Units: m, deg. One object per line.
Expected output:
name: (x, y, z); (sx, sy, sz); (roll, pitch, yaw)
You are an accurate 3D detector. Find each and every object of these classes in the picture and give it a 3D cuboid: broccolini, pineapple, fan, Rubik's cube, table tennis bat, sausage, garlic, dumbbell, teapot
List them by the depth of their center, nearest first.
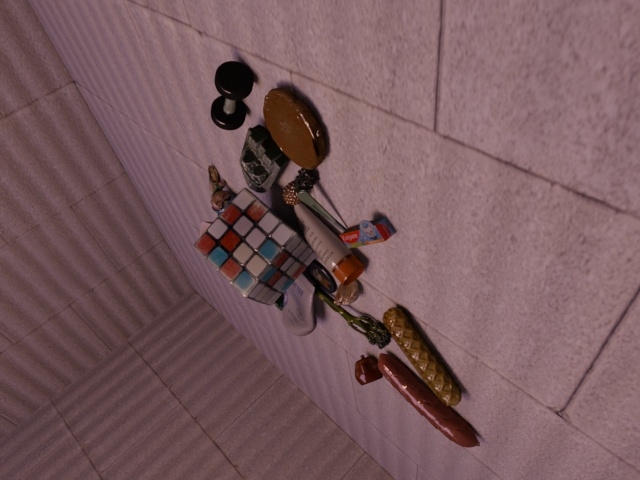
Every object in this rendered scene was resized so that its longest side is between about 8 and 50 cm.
dumbbell: (-0.238, -0.382, 1.278); (0.100, 0.100, 0.191); (49, 156, 2)
fan: (0.013, -0.075, 1.331); (0.193, 0.016, 0.038); (39, 142, -17)
pineapple: (-0.054, -0.155, 1.341); (0.074, 0.074, 0.159); (49, 149, 1)
Rubik's cube: (-0.201, 0.029, 1.548); (0.256, 0.253, 0.259); (41, 179, 21)
garlic: (0.088, 0.170, 1.557); (0.074, 0.094, 0.113); (13, 156, -16)
sausage: (0.357, 0.548, 1.636); (0.433, 0.088, 0.088); (41, 155, 20)
broccolini: (0.107, 0.259, 1.704); (0.392, 0.079, 0.074); (36, 165, 46)
table tennis bat: (-0.030, 0.104, 1.739); (0.236, 0.027, 0.150); (39, 155, 18)
teapot: (0.182, 0.496, 1.861); (0.116, 0.116, 0.173); (39, -178, 23)

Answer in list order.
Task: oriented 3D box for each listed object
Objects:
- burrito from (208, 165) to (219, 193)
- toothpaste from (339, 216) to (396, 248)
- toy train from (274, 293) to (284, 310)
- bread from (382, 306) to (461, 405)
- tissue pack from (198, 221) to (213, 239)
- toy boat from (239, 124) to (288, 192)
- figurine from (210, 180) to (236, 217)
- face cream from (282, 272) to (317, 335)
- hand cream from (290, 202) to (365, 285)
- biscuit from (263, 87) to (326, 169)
burrito: (-0.423, -0.235, 1.902); (0.055, 0.041, 0.149); (57, 160, 19)
toothpaste: (0.114, -0.026, 1.256); (0.070, 0.044, 0.193); (55, 156, -9)
toy train: (-0.146, 0.314, 2.209); (0.170, 0.071, 0.111); (37, 163, 26)
bread: (0.307, 0.349, 1.440); (0.077, 0.084, 0.367); (-34, 99, 24)
tissue pack: (-0.340, 0.008, 1.886); (0.225, 0.124, 0.185); (13, 180, -38)
toy boat: (-0.185, -0.221, 1.435); (0.141, 0.092, 0.319); (51, 158, 2)
figurine: (-0.393, -0.158, 1.896); (0.178, 0.114, 0.144); (27, 151, 59)
face cream: (-0.084, 0.239, 1.935); (0.235, 0.137, 0.420); (51, 153, 36)
hand cream: (0.000, 0.000, 1.450); (0.314, 0.089, 0.139); (47, 162, 17)
biscuit: (-0.065, -0.277, 1.198); (0.226, 0.042, 0.226); (41, 157, 22)
